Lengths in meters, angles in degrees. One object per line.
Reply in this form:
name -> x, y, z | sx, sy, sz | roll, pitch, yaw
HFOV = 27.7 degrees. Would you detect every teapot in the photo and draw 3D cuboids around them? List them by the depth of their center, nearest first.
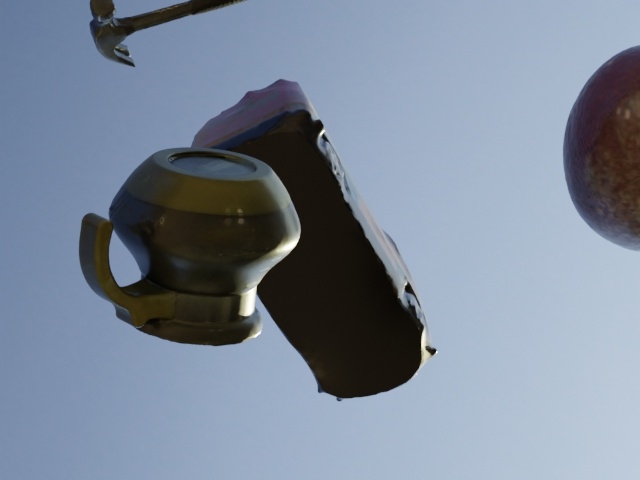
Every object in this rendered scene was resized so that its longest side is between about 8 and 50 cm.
teapot -> -0.092, 0.006, 0.872 | 0.165, 0.130, 0.119 | -11, -66, -47

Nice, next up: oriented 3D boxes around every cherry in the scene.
cherry -> 0.395, -0.106, 1.561 | 0.213, 0.236, 0.285 | -23, -32, 4

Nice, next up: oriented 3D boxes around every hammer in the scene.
hammer -> -0.121, -0.244, 1.357 | 0.246, 0.029, 0.103 | -19, -25, -16

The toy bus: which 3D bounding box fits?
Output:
toy bus -> 0.000, 0.000, 1.527 | 0.171, 0.162, 0.386 | -23, -61, 15
